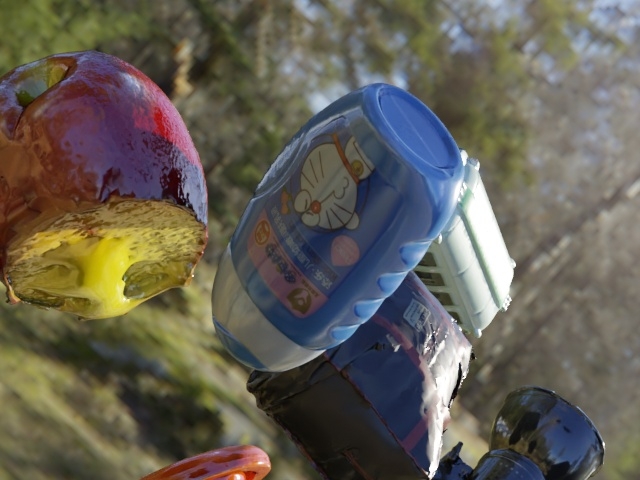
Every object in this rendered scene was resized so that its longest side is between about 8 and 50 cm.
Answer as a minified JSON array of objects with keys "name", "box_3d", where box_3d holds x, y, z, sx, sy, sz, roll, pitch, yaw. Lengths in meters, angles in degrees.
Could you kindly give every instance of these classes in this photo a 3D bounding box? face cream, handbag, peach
[{"name":"face cream","box_3d":[0.000,0.000,1.386,0.083,0.264,0.149,-3,51,-47]},{"name":"handbag","box_3d":[0.045,0.120,1.594,0.169,0.155,0.215,54,32,-16]},{"name":"peach","box_3d":[-0.252,-0.037,1.944,0.281,0.281,0.338,40,-27,55]}]

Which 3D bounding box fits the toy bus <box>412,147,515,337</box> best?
[{"name":"toy bus","box_3d":[0.113,-0.013,1.981,0.165,0.133,0.276,15,-27,28]}]

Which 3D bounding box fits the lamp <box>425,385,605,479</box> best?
[{"name":"lamp","box_3d":[0.217,0.296,2.137,0.172,0.227,0.147,36,-37,16]}]

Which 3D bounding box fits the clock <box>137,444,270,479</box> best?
[{"name":"clock","box_3d":[-0.154,0.295,2.068,0.205,0.205,0.051,48,19,-74]}]
